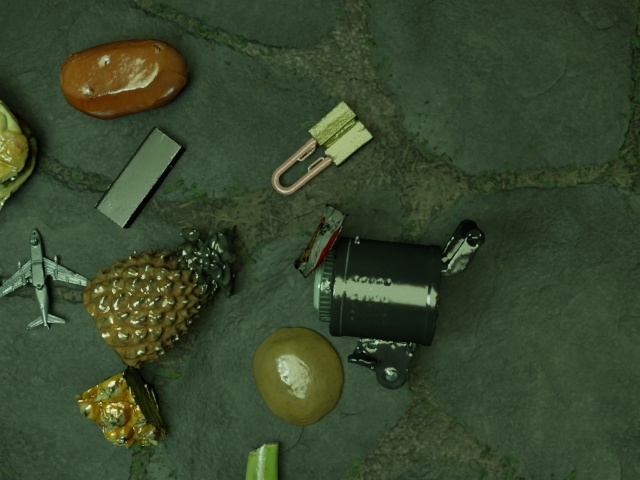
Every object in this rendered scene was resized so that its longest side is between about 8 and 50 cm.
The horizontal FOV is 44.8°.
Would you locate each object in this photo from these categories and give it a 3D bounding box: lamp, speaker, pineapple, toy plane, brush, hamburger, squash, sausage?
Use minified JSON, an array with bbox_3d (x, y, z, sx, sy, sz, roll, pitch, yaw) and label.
[{"bbox_3d":[0.123,0.089,1.552,0.272,0.205,0.374,24,100,0],"label":"lamp"},{"bbox_3d":[-0.389,-0.136,1.678,0.082,0.044,0.218,35,90,5],"label":"speaker"},{"bbox_3d":[-0.406,0.339,1.611,0.115,0.236,0.186,-23,48,2],"label":"pineapple"},{"bbox_3d":[-0.606,0.082,1.679,0.226,0.058,0.226,-8,87,-12],"label":"toy plane"},{"bbox_3d":[-0.007,-0.183,1.654,0.233,0.047,0.103,-40,86,3],"label":"brush"},{"bbox_3d":[-0.705,-0.202,1.645,0.209,0.162,0.329,-16,85,1],"label":"hamburger"},{"bbox_3d":[-0.113,0.548,1.621,0.083,0.083,0.250,-5,84,4],"label":"squash"},{"bbox_3d":[-0.411,-0.343,1.639,0.268,0.141,0.153,-10,88,3],"label":"sausage"},{"bbox_3d":[-0.295,0.092,1.599,0.357,0.223,0.223,-33,86,-16],"label":"pineapple"}]

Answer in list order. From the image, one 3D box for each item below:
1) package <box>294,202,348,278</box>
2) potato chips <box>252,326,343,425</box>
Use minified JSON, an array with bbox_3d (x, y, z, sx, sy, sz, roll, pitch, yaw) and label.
[{"bbox_3d":[0.000,0.000,1.552,0.030,0.239,0.154,29,90,-12],"label":"package"},{"bbox_3d":[-0.050,0.287,1.633,0.195,0.062,0.208,3,86,2],"label":"potato chips"}]
